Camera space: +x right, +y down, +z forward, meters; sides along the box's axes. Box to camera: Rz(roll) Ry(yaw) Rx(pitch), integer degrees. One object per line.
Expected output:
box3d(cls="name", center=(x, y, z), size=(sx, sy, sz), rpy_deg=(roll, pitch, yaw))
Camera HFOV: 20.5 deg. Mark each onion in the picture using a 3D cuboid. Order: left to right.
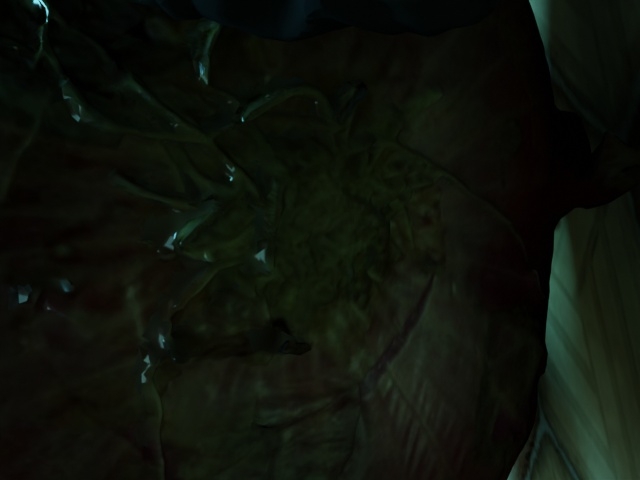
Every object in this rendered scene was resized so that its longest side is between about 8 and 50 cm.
box3d(cls="onion", center=(-0.051, -0.002, 0.692), size=(0.353, 0.353, 0.354), rpy_deg=(167, 90, -82))

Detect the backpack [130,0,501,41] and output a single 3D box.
box3d(cls="backpack", center=(-0.014, -0.254, 0.478), size=(0.363, 0.254, 0.446), rpy_deg=(89, 180, -50))
